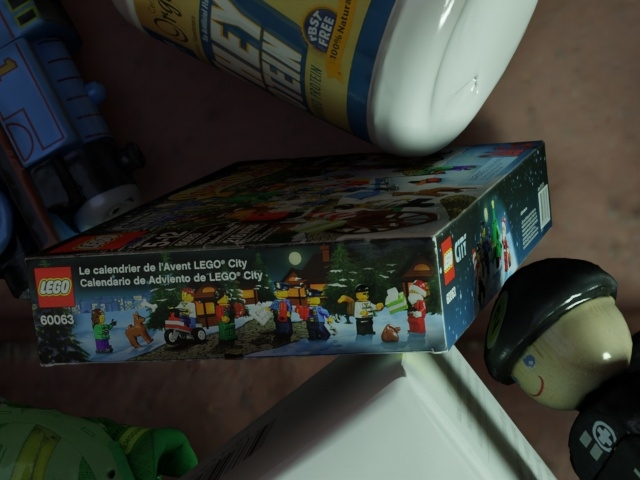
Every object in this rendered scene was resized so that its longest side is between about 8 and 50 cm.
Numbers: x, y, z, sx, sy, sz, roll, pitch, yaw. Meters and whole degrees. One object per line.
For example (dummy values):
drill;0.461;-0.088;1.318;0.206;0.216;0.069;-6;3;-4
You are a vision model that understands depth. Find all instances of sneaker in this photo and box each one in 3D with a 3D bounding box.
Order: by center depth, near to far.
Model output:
sneaker;-0.125;0.122;0.822;0.295;0.109;0.123;39;98;6

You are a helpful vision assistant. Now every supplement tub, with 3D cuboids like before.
supplement tub;-0.009;-0.139;0.766;0.199;0.144;0.144;27;96;17

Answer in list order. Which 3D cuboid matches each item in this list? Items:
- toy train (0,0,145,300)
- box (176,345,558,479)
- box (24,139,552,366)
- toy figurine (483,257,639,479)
toy train;-0.159;-0.064;0.848;0.105;0.080;0.184;-30;79;9
box;0.056;0.231;0.671;0.215;0.168;0.345;-37;92;8
box;0.000;0.000;0.711;0.159;0.233;0.044;-3;101;17
toy figurine;0.191;0.035;0.664;0.213;0.209;0.148;-45;65;15
